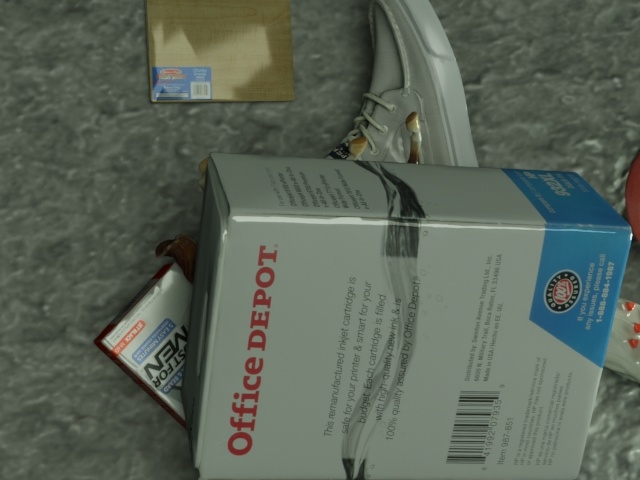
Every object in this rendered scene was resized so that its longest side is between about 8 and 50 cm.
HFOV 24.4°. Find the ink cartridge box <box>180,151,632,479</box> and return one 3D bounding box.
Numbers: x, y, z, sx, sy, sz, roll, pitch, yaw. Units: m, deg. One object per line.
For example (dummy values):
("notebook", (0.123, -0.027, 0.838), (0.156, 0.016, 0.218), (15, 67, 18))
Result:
("ink cartridge box", (0.057, 0.061, 1.145), (0.307, 0.129, 0.223), (2, 114, -13))

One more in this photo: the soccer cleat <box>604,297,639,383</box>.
("soccer cleat", (0.245, 0.079, 1.340), (0.196, 0.076, 0.068), (29, 59, -31))

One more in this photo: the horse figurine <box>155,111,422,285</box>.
("horse figurine", (0.000, 0.000, 1.215), (0.263, 0.066, 0.174), (-14, 121, -3))

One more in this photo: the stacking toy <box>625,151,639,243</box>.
("stacking toy", (0.434, 0.024, 1.332), (0.279, 0.130, 0.309), (-16, 91, -26))

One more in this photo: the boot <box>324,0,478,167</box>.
("boot", (0.058, -0.092, 1.275), (0.123, 0.095, 0.258), (-19, 97, -15))

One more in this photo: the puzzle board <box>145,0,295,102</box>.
("puzzle board", (-0.087, -0.168, 1.288), (0.128, 0.011, 0.096), (-2, 88, -15))

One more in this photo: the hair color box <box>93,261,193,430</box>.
("hair color box", (-0.097, 0.109, 1.246), (0.167, 0.053, 0.093), (44, 76, -10))
